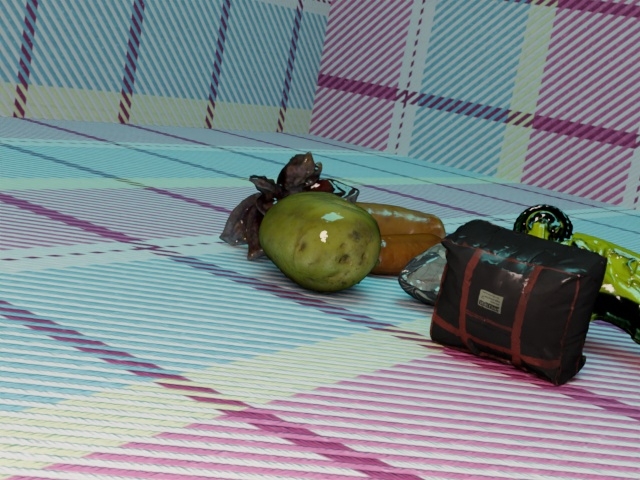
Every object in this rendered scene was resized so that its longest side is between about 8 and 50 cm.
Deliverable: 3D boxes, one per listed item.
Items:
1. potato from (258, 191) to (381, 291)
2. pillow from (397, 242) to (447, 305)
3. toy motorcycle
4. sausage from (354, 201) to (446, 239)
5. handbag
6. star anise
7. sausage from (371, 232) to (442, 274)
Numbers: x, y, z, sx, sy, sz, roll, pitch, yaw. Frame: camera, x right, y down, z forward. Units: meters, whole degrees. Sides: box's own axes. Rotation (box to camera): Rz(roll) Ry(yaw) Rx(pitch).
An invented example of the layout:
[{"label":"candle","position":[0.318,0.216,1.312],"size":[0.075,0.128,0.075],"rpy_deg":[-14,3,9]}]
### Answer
[{"label":"potato","position":[0.002,0.000,1.619],"size":[0.197,0.148,0.228],"rpy_deg":[-11,18,-29]},{"label":"pillow","position":[0.263,0.061,1.691],"size":[0.161,0.092,0.335],"rpy_deg":[25,17,36]},{"label":"toy motorcycle","position":[0.404,0.078,1.532],"size":[0.342,0.206,0.142],"rpy_deg":[28,-11,29]},{"label":"sausage","position":[0.105,-0.018,1.967],"size":[0.271,0.109,0.109],"rpy_deg":[6,11,-17]},{"label":"handbag","position":[0.255,0.081,1.369],"size":[0.215,0.169,0.155],"rpy_deg":[18,29,35]},{"label":"star anise","position":[-0.066,-0.056,1.797],"size":[0.212,0.129,0.283],"rpy_deg":[-24,-9,-36]},{"label":"sausage","position":[0.142,0.024,1.834],"size":[0.197,0.076,0.076],"rpy_deg":[-1,15,-40]}]
